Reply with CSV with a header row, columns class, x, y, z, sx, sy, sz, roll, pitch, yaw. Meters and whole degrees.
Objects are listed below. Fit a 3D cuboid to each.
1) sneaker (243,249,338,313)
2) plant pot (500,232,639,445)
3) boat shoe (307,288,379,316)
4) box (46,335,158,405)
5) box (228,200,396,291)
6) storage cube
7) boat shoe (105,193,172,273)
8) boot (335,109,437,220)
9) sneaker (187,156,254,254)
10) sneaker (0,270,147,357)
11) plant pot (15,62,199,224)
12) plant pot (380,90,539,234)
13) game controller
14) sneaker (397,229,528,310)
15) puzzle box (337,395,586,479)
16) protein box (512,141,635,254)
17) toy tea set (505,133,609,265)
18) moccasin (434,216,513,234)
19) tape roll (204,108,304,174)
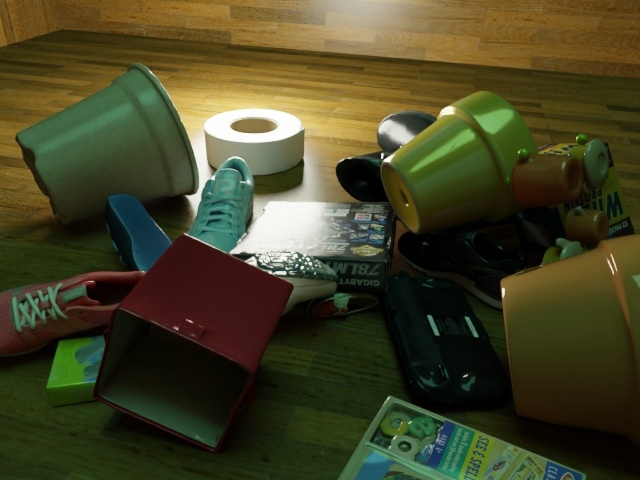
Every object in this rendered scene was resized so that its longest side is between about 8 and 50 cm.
class,x,y,z,sx,sy,sz,roll,pitch,yaw
sneaker,-0.116,0.095,0.974,0.298,0.129,0.111,-7,21,-3
plant pot,0.372,0.143,0.809,0.204,0.290,0.290,-7,28,17
boat shoe,0.042,0.116,1.035,0.137,0.049,0.043,-11,35,-29
box,-0.319,0.194,0.885,0.179,0.042,0.109,-5,32,-11
box,0.000,0.000,1.149,0.296,0.073,0.293,1,25,9
storage cube,-0.174,0.137,0.803,0.215,0.183,0.193,25,33,0
boat shoe,-0.346,0.021,1.121,0.109,0.089,0.258,-5,51,-39
boot,0.191,-0.209,1.475,0.367,0.146,0.445,20,34,35
sneaker,-0.218,-0.072,1.232,0.135,0.150,0.365,0,31,-2
sneaker,-0.413,0.097,0.913,0.314,0.136,0.115,-13,74,-24
plant pot,-0.497,-0.197,1.306,0.306,0.333,0.334,-29,41,-24
plant pot,0.260,-0.132,1.126,0.239,0.253,0.254,-25,36,-7
game controller,0.203,0.158,0.975,0.167,0.067,0.319,11,29,-13
sneaker,0.280,0.018,1.122,0.283,0.124,0.107,25,49,35
puzzle box,0.118,0.363,0.617,0.272,0.052,0.409,17,34,23
protein box,0.490,-0.082,1.159,0.136,0.199,0.201,-24,12,-6
toy tea set,0.418,-0.017,1.013,0.200,0.335,0.124,-10,8,-40
moccasin,0.384,-0.098,1.327,0.342,0.137,0.117,-8,8,-14
tape roll,-0.191,-0.290,1.650,0.287,0.100,0.286,1,30,-1
